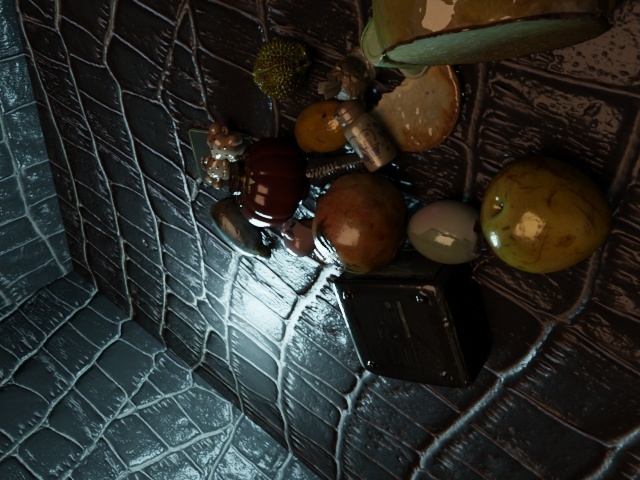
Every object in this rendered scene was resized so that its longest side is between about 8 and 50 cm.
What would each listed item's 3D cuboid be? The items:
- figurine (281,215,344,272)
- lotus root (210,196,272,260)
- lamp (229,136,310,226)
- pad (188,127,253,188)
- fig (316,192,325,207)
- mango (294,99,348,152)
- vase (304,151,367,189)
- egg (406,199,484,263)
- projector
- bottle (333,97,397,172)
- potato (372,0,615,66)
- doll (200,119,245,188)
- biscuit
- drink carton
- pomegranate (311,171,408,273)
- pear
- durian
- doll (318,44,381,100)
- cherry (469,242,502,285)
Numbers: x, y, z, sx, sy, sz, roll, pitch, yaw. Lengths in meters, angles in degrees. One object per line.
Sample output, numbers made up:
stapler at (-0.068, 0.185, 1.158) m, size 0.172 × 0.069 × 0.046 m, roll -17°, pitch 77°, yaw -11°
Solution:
figurine at (0.000, 0.000, 1.750) m, size 0.287 × 0.186 × 0.176 m, roll 28°, pitch 176°, yaw -3°
lotus root at (-0.328, -0.031, 1.997) m, size 0.322 × 0.140 × 0.158 m, roll 53°, pitch 138°, yaw -5°
lamp at (-0.172, -0.195, 1.651) m, size 0.303 × 0.257 × 0.303 m, roll -26°, pitch 61°, yaw 61°
pad at (-0.401, -0.330, 1.911) m, size 0.375 × 0.063 × 0.315 m, roll 15°, pitch 126°, yaw 33°
fig at (0.017, -0.130, 1.679) m, size 0.088 × 0.074 × 0.074 m, roll 57°, pitch 146°, yaw 36°
mango at (0.001, -0.344, 1.515) m, size 0.262 × 0.109 × 0.157 m, roll -19°, pitch 108°, yaw 48°
vase at (0.073, -0.238, 1.537) m, size 0.237 × 0.115 × 0.115 m, roll -10°, pitch 110°, yaw 40°
egg at (0.345, -0.025, 1.375) m, size 0.217 × 0.183 × 0.183 m, roll 4°, pitch 121°, yaw 31°
projector at (0.293, 0.243, 1.565) m, size 0.405 × 0.242 × 0.395 m, roll -2°, pitch 115°, yaw 41°
bottle at (0.127, -0.306, 1.381) m, size 0.209 × 0.110 × 0.097 m, roll 55°, pitch 161°, yaw -8°
potato at (0.305, -0.510, 0.903) m, size 0.385 × 0.442 × 0.320 m, roll 5°, pitch 108°, yaw 53°
doll at (-0.376, -0.319, 1.832) m, size 0.154 × 0.119 × 0.278 m, roll 46°, pitch 137°, yaw 7°
biscuit at (0.268, -0.349, 1.325) m, size 0.205 × 0.040 × 0.309 m, roll 55°, pitch 140°, yaw -1°
drink carton at (0.188, -0.483, 1.200) m, size 0.146 × 0.142 × 0.144 m, roll -52°, pitch 57°, yaw 45°
pomegranate at (0.121, -0.053, 1.461) m, size 0.322 × 0.322 × 0.322 m, roll 22°, pitch 130°, yaw 29°
pear at (0.519, -0.058, 1.147) m, size 0.280 × 0.280 × 0.281 m, roll 22°, pitch 130°, yaw 29°
durian at (-0.114, -0.525, 1.470) m, size 0.159 × 0.146 × 0.198 m, roll 47°, pitch 123°, yaw 5°
doll at (0.081, -0.433, 1.304) m, size 0.105 × 0.221 × 0.115 m, roll 35°, pitch 150°, yaw 2°
cherry at (0.501, 0.041, 1.353) m, size 0.107 × 0.090 × 0.226 m, roll 20°, pitch 129°, yaw 5°
